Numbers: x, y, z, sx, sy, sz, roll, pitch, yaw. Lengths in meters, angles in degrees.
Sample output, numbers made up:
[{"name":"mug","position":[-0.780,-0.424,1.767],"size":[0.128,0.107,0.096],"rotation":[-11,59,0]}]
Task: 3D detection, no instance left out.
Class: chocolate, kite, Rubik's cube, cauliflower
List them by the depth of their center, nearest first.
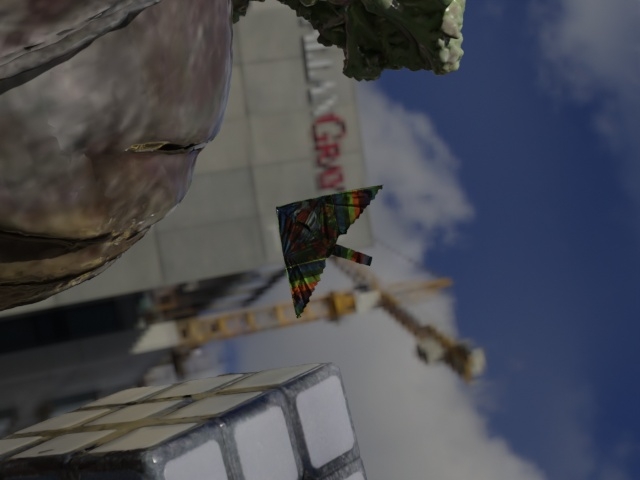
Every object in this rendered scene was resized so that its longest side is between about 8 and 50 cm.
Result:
[{"name":"chocolate","position":[-0.166,-0.083,0.809],"size":[0.303,0.303,0.213],"rotation":[51,-20,44]},{"name":"kite","position":[0.000,0.000,1.221],"size":[0.090,0.004,0.122],"rotation":[30,-83,20]},{"name":"cauliflower","position":[0.019,-0.245,1.270],"size":[0.239,0.315,0.256],"rotation":[24,-66,10]},{"name":"Rubik's cube","position":[-0.140,0.306,1.511],"size":[0.301,0.303,0.305],"rotation":[-9,-82,36]}]
